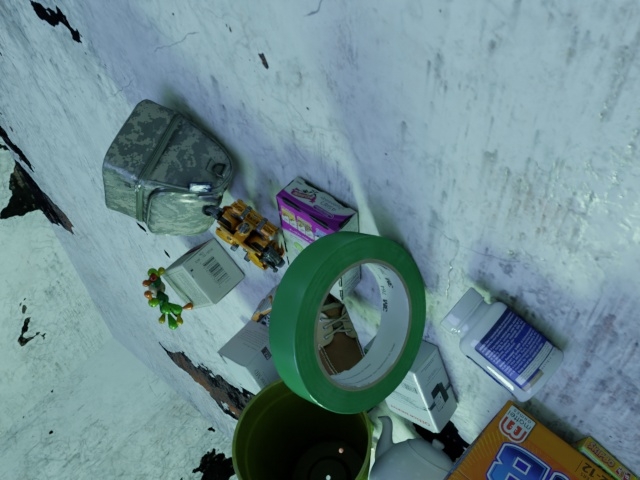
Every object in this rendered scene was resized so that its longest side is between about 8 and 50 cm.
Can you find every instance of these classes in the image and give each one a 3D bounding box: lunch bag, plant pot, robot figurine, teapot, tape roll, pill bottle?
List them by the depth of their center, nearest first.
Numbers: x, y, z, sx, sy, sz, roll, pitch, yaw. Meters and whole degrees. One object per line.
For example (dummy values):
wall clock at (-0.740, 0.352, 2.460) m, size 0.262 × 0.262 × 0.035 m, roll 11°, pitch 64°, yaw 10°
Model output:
pill bottle at (0.300, 0.169, 1.162) m, size 0.186 × 0.112 × 0.112 m, roll 41°, pitch 154°, yaw 11°
tape roll at (0.057, 0.146, 1.250) m, size 0.077 × 0.321 × 0.321 m, roll 12°, pitch 138°, yaw 49°
robot figurine at (-0.158, -0.013, 1.518) m, size 0.211 × 0.085 × 0.291 m, roll 37°, pitch 170°, yaw 1°
lunch bag at (-0.337, -0.142, 1.571) m, size 0.255 × 0.213 × 0.305 m, roll 25°, pitch 156°, yaw -6°
teapot at (0.263, 0.595, 1.756) m, size 0.256 × 0.187 × 0.252 m, roll 30°, pitch -177°, yaw -28°
plant pot at (-0.013, 0.606, 1.890) m, size 0.366 × 0.366 × 0.353 m, roll 29°, pitch 157°, yaw 31°

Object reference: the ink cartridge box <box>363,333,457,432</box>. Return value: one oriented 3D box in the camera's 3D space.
ink cartridge box at (0.202, 0.308, 1.530) m, size 0.153 × 0.087 × 0.209 m, roll 18°, pitch 141°, yaw 44°

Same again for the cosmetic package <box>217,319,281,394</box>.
cosmetic package at (-0.165, 0.332, 1.997) m, size 0.151 × 0.183 × 0.151 m, roll 13°, pitch 139°, yaw 48°

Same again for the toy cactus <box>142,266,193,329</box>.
toy cactus at (-0.461, 0.151, 2.017) m, size 0.180 × 0.112 × 0.219 m, roll 44°, pitch 164°, yaw 53°

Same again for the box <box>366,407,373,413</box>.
box at (0.085, 0.426, 1.906) m, size 0.136 × 0.036 × 0.225 m, roll 41°, pitch 145°, yaw 10°

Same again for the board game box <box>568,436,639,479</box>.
board game box at (0.505, 0.462, 1.360) m, size 0.124 × 0.039 × 0.259 m, roll 42°, pitch 152°, yaw 10°

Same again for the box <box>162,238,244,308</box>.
box at (-0.343, 0.101, 1.999) m, size 0.149 × 0.127 × 0.232 m, roll 52°, pitch 154°, yaw -11°

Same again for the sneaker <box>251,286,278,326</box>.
sneaker at (-0.121, 0.187, 1.861) m, size 0.083 × 0.084 × 0.215 m, roll 34°, pitch 158°, yaw -5°

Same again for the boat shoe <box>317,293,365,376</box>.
boat shoe at (0.011, 0.189, 1.530) m, size 0.324 × 0.122 × 0.120 m, roll 57°, pitch 149°, yaw 34°

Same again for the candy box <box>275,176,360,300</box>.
candy box at (0.000, 0.000, 1.410) m, size 0.159 × 0.071 × 0.233 m, roll 33°, pitch 150°, yaw 26°

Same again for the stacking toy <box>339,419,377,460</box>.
stacking toy at (0.061, 0.561, 2.137) m, size 0.279 × 0.130 × 0.309 m, roll -5°, pitch 132°, yaw 26°

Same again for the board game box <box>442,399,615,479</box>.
board game box at (0.366, 0.600, 1.323) m, size 0.356 × 0.356 × 0.357 m, roll 37°, pitch 153°, yaw 18°
